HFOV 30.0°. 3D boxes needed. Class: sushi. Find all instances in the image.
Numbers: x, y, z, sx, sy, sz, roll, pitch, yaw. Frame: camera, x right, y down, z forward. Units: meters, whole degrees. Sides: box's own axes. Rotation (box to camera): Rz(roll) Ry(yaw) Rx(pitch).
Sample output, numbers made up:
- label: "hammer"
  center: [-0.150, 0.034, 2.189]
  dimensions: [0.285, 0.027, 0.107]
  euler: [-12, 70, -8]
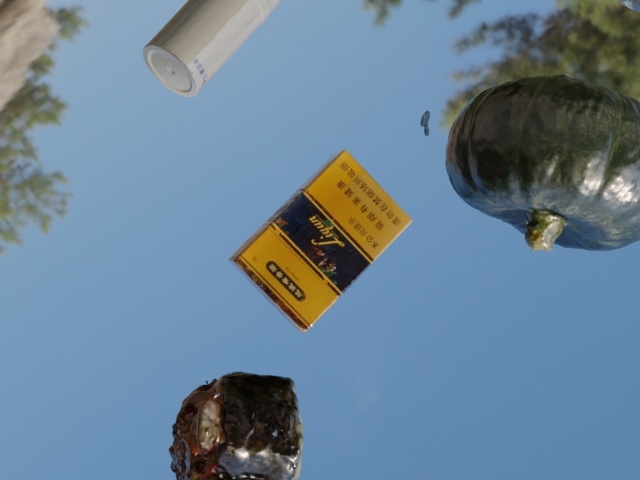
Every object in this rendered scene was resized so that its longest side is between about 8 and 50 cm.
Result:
- label: "sushi"
  center: [-0.120, 0.327, 1.676]
  dimensions: [0.182, 0.343, 0.196]
  euler: [-2, -141, -15]

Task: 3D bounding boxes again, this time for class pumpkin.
- label: "pumpkin"
  center: [0.220, -0.064, 1.105]
  dimensions: [0.212, 0.211, 0.152]
  euler: [4, -120, 45]

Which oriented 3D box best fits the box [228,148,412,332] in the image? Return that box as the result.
- label: "box"
  center: [0.000, 0.000, 1.772]
  dimensions: [0.237, 0.152, 0.070]
  euler: [-45, -169, -12]

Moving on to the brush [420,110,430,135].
- label: "brush"
  center: [0.167, -0.184, 1.892]
  dimensions: [0.008, 0.083, 0.024]
  euler: [35, -100, 17]

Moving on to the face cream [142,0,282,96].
- label: "face cream"
  center: [-0.089, -0.267, 1.316]
  dimensions: [0.077, 0.077, 0.250]
  euler: [9, -128, 48]

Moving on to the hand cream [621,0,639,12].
- label: "hand cream"
  center: [0.593, -0.352, 1.902]
  dimensions: [0.079, 0.048, 0.255]
  euler: [-28, -135, -33]
